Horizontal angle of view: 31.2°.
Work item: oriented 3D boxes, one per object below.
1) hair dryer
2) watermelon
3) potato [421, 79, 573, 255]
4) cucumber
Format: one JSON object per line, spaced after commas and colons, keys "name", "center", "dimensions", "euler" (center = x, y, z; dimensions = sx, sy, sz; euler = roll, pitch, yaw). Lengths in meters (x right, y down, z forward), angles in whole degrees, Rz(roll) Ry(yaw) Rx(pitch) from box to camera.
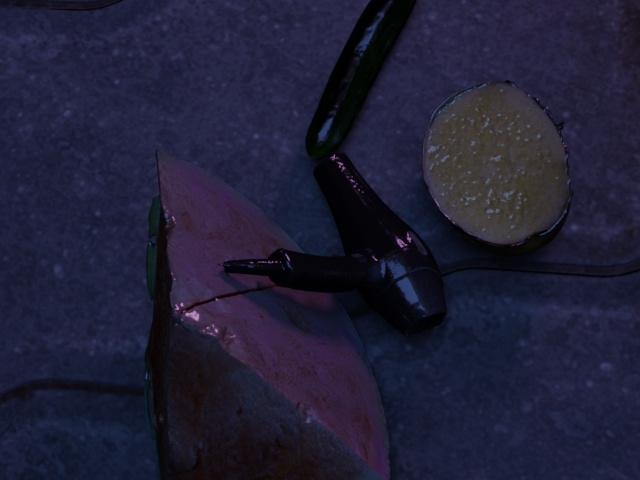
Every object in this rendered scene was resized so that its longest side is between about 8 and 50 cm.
{"name": "hair dryer", "center": [0.000, 0.000, 1.196], "dimensions": [0.091, 0.271, 0.235], "euler": [-47, 61, 32]}
{"name": "watermelon", "center": [-0.112, 0.125, 1.199], "dimensions": [0.222, 0.319, 0.292], "euler": [-42, 30, 22]}
{"name": "potato", "center": [0.200, -0.076, 1.272], "dimensions": [0.164, 0.081, 0.200], "euler": [-24, 70, 7]}
{"name": "cucumber", "center": [0.051, -0.215, 1.340], "dimensions": [0.056, 0.056, 0.284], "euler": [24, 74, 12]}
